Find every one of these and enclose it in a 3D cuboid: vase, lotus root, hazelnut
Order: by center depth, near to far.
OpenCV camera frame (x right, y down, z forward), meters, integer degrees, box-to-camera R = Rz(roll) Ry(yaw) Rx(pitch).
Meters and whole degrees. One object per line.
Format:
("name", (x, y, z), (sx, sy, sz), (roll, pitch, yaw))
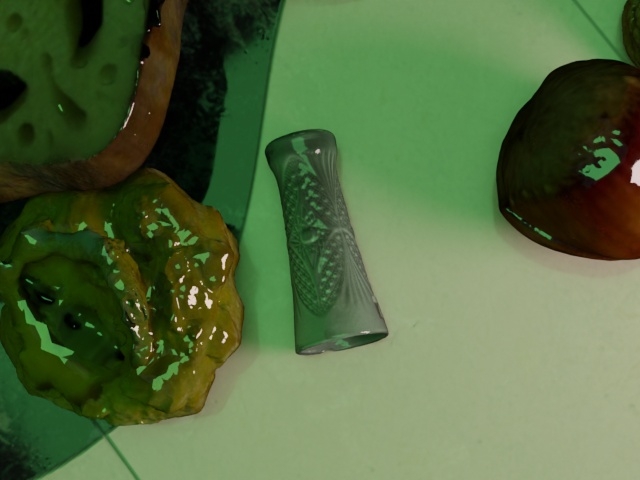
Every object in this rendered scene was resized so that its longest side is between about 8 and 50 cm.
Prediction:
("hazelnut", (0.281, -0.067, 1.508), (0.208, 0.208, 0.208), (-1, 83, 5))
("lotus root", (-0.288, -0.201, 1.540), (0.390, 0.111, 0.375), (-41, 56, 4))
("vase", (0.000, 0.000, 1.563), (0.096, 0.096, 0.219), (-13, 80, 3))

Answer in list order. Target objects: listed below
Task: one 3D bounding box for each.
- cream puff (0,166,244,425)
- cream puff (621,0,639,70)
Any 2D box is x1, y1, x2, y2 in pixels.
("cream puff", (-0.205, 0.053, 1.528), (0.281, 0.185, 0.282), (0, 81, 3))
("cream puff", (0.395, -0.225, 1.515), (0.183, 0.169, 0.183), (-1, 82, 5))
